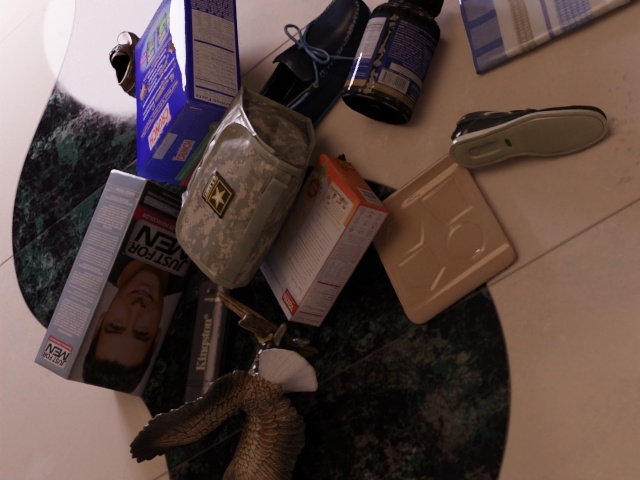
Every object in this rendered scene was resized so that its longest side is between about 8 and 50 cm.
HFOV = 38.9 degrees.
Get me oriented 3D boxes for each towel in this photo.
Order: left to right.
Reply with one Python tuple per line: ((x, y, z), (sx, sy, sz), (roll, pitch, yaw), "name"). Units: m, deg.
((0.351, -0.404, 1.423), (0.285, 0.034, 0.209), (-24, 62, 30), "towel")

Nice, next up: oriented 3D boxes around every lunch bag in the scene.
((-0.121, -0.085, 1.476), (0.235, 0.168, 0.287), (-59, 18, 21), "lunch bag")

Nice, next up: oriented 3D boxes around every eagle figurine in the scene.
((-0.123, 0.271, 1.424), (0.226, 0.225, 0.298), (24, 77, 30), "eagle figurine")

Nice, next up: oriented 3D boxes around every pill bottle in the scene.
((0.126, -0.314, 1.499), (0.122, 0.122, 0.219), (16, 82, 40), "pill bottle")

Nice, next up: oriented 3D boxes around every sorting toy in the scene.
((0.180, -0.003, 1.396), (0.193, 0.038, 0.208), (-37, 58, 20), "sorting toy")

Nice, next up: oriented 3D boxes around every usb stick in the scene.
((-0.195, 0.196, 1.592), (0.077, 0.045, 0.278), (-7, 68, 36), "usb stick")

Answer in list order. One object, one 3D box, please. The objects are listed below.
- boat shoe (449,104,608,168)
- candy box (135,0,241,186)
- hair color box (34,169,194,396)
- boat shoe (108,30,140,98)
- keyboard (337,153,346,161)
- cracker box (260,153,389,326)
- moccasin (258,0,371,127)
((0.304, -0.169, 1.337), (0.233, 0.084, 0.079), (-7, 44, 30), "boat shoe")
((-0.257, -0.307, 1.730), (0.268, 0.122, 0.317), (-40, 47, 50), "candy box")
((-0.356, 0.081, 1.668), (0.113, 0.185, 0.375), (17, 83, 39), "hair color box")
((-0.424, -0.398, 1.987), (0.066, 0.066, 0.183), (-34, 55, 22), "boat shoe")
((0.035, -0.047, 1.515), (0.108, 0.023, 0.180), (-50, 41, 41), "keyboard")
((0.000, 0.000, 1.458), (0.232, 0.067, 0.156), (-59, 37, 21), "cracker box")
((-0.027, -0.290, 1.609), (0.137, 0.116, 0.342), (30, 92, 41), "moccasin")
